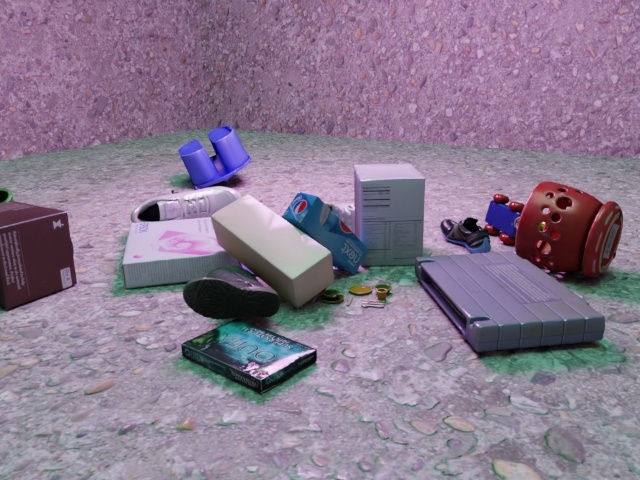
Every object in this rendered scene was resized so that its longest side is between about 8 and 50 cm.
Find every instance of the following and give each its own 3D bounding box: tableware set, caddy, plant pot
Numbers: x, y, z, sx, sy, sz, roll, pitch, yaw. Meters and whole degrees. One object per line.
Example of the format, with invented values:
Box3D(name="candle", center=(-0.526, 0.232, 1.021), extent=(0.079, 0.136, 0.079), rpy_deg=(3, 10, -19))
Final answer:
Box3D(name="tableware set", center=(0.064, 0.101, 1.209), extent=(0.153, 0.024, 0.104), rpy_deg=(3, 18, 14))
Box3D(name="caddy", center=(-0.398, -0.302, 2.284), extent=(0.241, 0.179, 0.341), rpy_deg=(-29, 22, -6))
Box3D(name="plant pot", center=(0.537, -0.019, 1.293), extent=(0.174, 0.191, 0.191), rpy_deg=(20, 27, 39))

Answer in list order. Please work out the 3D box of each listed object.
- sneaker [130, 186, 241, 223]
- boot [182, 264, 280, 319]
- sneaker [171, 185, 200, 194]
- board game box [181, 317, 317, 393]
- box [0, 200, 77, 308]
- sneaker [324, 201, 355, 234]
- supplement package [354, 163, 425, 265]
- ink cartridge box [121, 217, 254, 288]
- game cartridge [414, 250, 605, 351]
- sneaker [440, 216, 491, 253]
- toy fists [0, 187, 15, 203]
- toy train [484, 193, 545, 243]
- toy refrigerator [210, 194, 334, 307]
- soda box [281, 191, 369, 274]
Box3D(name="sneaker", center=(-0.363, -0.075, 1.629), extent=(0.304, 0.114, 0.152), rpy_deg=(-12, 4, -3))
Box3D(name="boot", center=(-0.183, 0.085, 1.132), extent=(0.189, 0.076, 0.208), rpy_deg=(15, 9, -27))
Box3D(name="sneaker", center=(-0.334, -0.116, 1.801), extent=(0.223, 0.098, 0.083), rpy_deg=(-8, 19, -19))
Box3D(name="board game box", center=(-0.116, 0.179, 0.964), extent=(0.186, 0.026, 0.126), rpy_deg=(13, 22, 38))
Box3D(name="box", center=(-0.651, 0.022, 1.259), extent=(0.203, 0.169, 0.167), rpy_deg=(9, 19, 31))
Box3D(name="sneaker", center=(0.026, -0.052, 1.589), extent=(0.118, 0.110, 0.292), rpy_deg=(5, 9, 44))
Box3D(name="supplement package", center=(0.160, -0.066, 1.437), extent=(0.149, 0.203, 0.194), rpy_deg=(-2, 18, -1))
Box3D(name="ink cartridge box", center=(-0.294, 0.013, 1.441), extent=(0.329, 0.072, 0.324), rpy_deg=(-7, 18, -13))
Box3D(name="game cartridge", center=(0.336, 0.103, 1.131), extent=(0.229, 0.068, 0.355), rpy_deg=(1, 17, -8))
Box3D(name="sneaker", center=(0.365, -0.025, 1.501), extent=(0.067, 0.078, 0.188), rpy_deg=(-7, 18, -18))
Box3D(name="toy fists", center=(-0.928, -0.049, 1.563), extent=(0.278, 0.142, 0.096), rpy_deg=(-8, 50, -20))
Box3D(name="toy train", center=(0.530, -0.036, 1.515), extent=(0.143, 0.105, 0.248), rpy_deg=(9, 15, -14))
Box3D(name="toy refrigerator", center=(-0.101, 0.018, 1.230), extent=(0.102, 0.094, 0.269), rpy_deg=(-35, 50, -27))
Box3D(name="soda box", center=(0.014, -0.013, 1.288), extent=(0.067, 0.210, 0.071), rpy_deg=(19, 71, 47))
